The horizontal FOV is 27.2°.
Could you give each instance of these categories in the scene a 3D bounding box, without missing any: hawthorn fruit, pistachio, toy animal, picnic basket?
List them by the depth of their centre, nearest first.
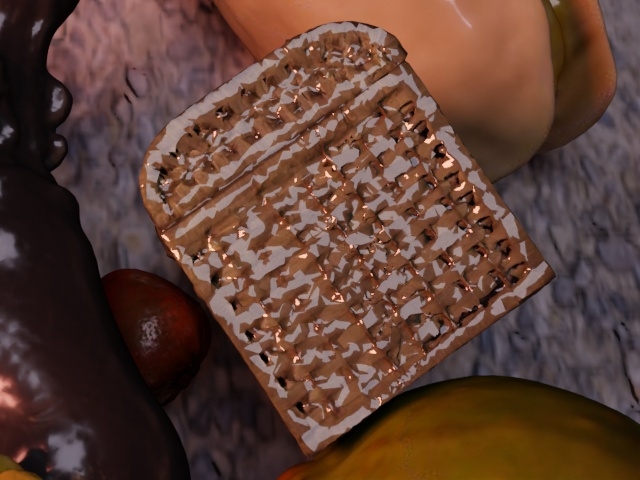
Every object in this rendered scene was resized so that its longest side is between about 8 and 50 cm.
[{"bbox_3d":[-0.001,-0.003,0.625,0.134,0.196,0.154,-36,88,-5],"label":"picnic basket"},{"bbox_3d":[-0.167,0.012,0.638,0.168,0.106,0.343,-20,76,23],"label":"toy animal"},{"bbox_3d":[-0.096,0.051,0.696,0.077,0.077,0.077,5,65,-10],"label":"hawthorn fruit"},{"bbox_3d":[0.031,-0.158,0.773,0.187,0.187,0.299,-36,80,-24],"label":"pistachio"}]

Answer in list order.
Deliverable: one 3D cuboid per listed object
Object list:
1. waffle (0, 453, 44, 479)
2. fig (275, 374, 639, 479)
[{"bbox_3d":[-0.204,0.249,0.444,0.380,0.095,0.382,-31,46,8],"label":"waffle"},{"bbox_3d":[0.102,0.212,0.555,0.326,0.258,0.258,36,64,6],"label":"fig"}]
